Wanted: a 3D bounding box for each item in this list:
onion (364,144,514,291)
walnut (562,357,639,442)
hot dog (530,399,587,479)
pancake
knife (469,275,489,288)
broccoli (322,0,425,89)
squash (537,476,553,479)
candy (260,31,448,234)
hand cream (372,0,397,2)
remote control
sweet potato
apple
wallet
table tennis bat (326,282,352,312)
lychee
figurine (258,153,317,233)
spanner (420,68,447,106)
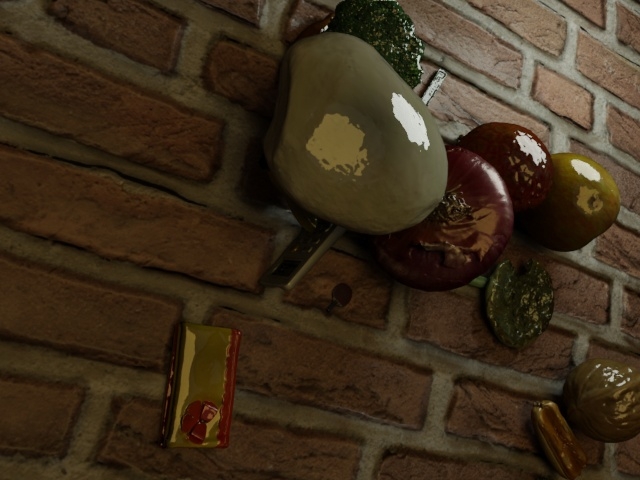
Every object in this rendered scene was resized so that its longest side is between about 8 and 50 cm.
[{"bbox_3d":[0.272,-0.044,1.428,0.348,0.285,0.347,-4,73,13],"label":"onion"},{"bbox_3d":[0.762,0.428,1.621,0.228,0.228,0.228,5,79,-28],"label":"walnut"},{"bbox_3d":[0.622,0.530,1.598,0.102,0.076,0.249,-38,102,-26],"label":"hot dog"},{"bbox_3d":[0.532,0.166,1.623,0.254,0.037,0.253,1,88,-29],"label":"pancake"},{"bbox_3d":[0.481,0.118,1.627,0.293,0.020,0.043,14,78,-27],"label":"knife"},{"bbox_3d":[0.120,-0.432,1.422,0.270,0.270,0.270,65,25,-4],"label":"broccoli"},{"bbox_3d":[0.670,0.703,1.599,0.258,0.069,0.069,37,66,-18],"label":"squash"},{"bbox_3d":[0.091,-0.200,1.193,0.427,0.186,0.386,31,65,-27],"label":"candy"},{"bbox_3d":[0.111,-0.717,1.557,0.095,0.059,0.276,-35,103,-30],"label":"hand cream"},{"bbox_3d":[0.000,0.000,1.340,0.313,0.109,0.055,-49,120,-26],"label":"remote control"},{"bbox_3d":[-0.037,-0.460,1.429,0.057,0.057,0.264,39,64,-17],"label":"sweet potato"},{"bbox_3d":[0.656,-0.108,1.632,0.264,0.264,0.264,5,79,-28],"label":"apple"},{"bbox_3d":[-0.228,0.286,1.186,0.141,0.067,0.241,12,75,-28],"label":"wallet"},{"bbox_3d":[0.042,0.134,1.392,0.083,0.007,0.050,-45,104,-29],"label":"table tennis bat"},{"bbox_3d":[0.451,-0.186,1.549,0.255,0.300,0.255,-7,119,-13],"label":"lychee"},{"bbox_3d":[-0.001,-0.184,1.334,0.327,0.169,0.218,-41,127,-21],"label":"figurine"},{"bbox_3d":[0.260,-0.340,1.585,0.093,0.026,0.325,42,64,-17],"label":"spanner"}]
